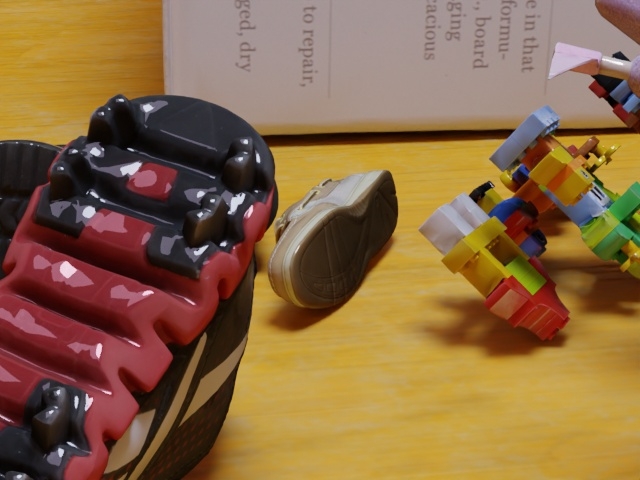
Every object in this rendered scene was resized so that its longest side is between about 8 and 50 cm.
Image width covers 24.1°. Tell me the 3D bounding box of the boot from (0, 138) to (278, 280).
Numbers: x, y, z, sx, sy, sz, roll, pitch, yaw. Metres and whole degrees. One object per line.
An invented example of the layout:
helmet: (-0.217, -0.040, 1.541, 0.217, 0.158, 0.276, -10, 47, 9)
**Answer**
boot: (-0.127, -0.027, 0.842, 0.197, 0.077, 0.137, 2, 12, -7)

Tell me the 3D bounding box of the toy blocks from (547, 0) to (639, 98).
toy blocks: (0.247, -0.095, 0.638, 0.260, 0.309, 0.288, 16, 26, 11)

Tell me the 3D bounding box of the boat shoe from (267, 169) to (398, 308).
boat shoe: (0.000, 0.000, 0.788, 0.045, 0.050, 0.135, -2, 17, 25)

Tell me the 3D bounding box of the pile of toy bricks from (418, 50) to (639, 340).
pile of toy bricks: (0.145, -0.017, 0.778, 0.105, 0.118, 0.212, 46, 23, 7)

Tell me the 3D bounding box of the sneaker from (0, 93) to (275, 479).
sneaker: (-0.104, 0.073, 0.555, 0.097, 0.135, 0.276, 22, 53, 19)

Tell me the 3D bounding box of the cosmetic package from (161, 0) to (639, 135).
cosmetic package: (0.080, -0.278, 1.078, 0.393, 0.327, 0.329, -2, 22, -5)
